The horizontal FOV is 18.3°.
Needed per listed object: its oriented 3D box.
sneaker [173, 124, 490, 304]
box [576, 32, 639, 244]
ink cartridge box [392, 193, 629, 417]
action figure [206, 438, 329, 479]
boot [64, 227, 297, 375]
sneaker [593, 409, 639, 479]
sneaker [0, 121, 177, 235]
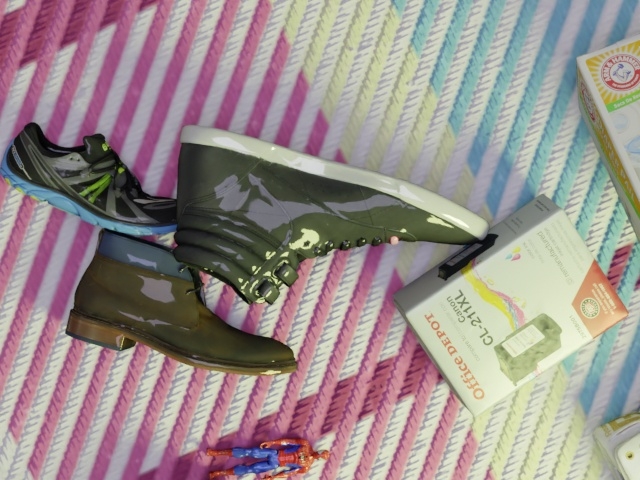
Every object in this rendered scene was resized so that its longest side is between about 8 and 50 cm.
[{"bbox_3d":[0.000,0.000,1.818,0.295,0.104,0.147,14,86,-4],"label":"sneaker"},{"bbox_3d":[0.318,-0.081,1.793,0.114,0.103,0.203,-20,65,0],"label":"box"},{"bbox_3d":[0.174,0.061,1.836,0.175,0.072,0.127,-34,105,0],"label":"ink cartridge box"},{"bbox_3d":[-0.049,0.207,1.871,0.115,0.030,0.038,-6,87,-3],"label":"action figure"},{"bbox_3d":[-0.121,0.059,1.839,0.219,0.082,0.106,12,94,1],"label":"boot"},{"bbox_3d":[0.334,0.143,1.834,0.169,0.108,0.293,-8,93,-4],"label":"sneaker"},{"bbox_3d":[-0.203,-0.056,1.841,0.188,0.067,0.078,22,97,2],"label":"sneaker"}]
